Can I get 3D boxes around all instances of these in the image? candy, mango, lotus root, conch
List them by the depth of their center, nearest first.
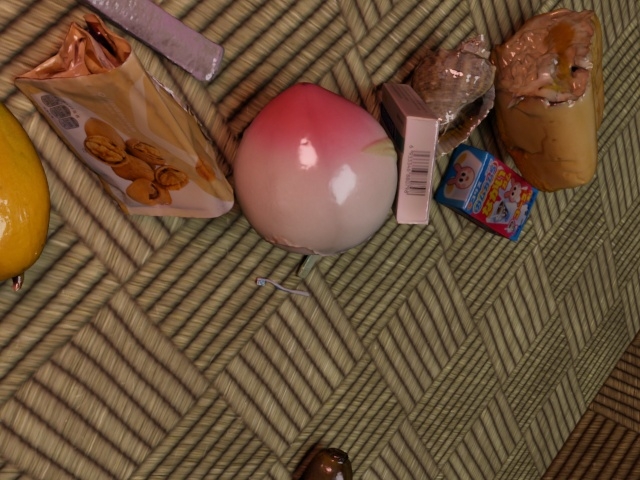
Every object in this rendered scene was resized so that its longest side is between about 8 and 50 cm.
[{"bbox_3d":[-0.469,-0.073,1.108,0.177,0.119,0.316,-20,112,-37],"label":"mango"},{"bbox_3d":[0.269,-0.319,1.735,0.291,0.159,0.210,-51,161,17],"label":"conch"},{"bbox_3d":[0.007,0.604,1.901,0.124,0.123,0.240,-28,129,-72],"label":"lotus root"},{"bbox_3d":[0.425,-0.117,2.024,0.306,0.100,0.157,24,90,-48],"label":"candy"}]

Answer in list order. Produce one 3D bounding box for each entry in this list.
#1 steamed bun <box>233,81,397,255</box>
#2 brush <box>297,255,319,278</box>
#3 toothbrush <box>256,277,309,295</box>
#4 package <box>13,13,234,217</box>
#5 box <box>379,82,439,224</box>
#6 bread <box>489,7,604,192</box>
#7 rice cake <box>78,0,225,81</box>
[{"bbox_3d":[-0.011,-0.145,1.406,0.309,0.309,0.309,-21,122,-39],"label":"steamed bun"},{"bbox_3d":[0.000,0.000,1.691,0.178,0.030,0.033,-56,154,3],"label":"brush"},{"bbox_3d":[-0.076,0.097,1.664,0.162,0.014,0.017,17,80,-49],"label":"toothbrush"},{"bbox_3d":[-0.267,-0.192,1.223,0.311,0.221,0.165,56,46,-45],"label":"package"},{"bbox_3d":[0.164,-0.181,1.572,0.065,0.343,0.200,2,111,-4],"label":"box"},{"bbox_3d":[0.545,-0.312,1.931,0.394,0.250,0.361,66,35,-44],"label":"bread"},{"bbox_3d":[-0.283,-0.344,1.214,0.365,0.056,0.072,26,94,-49],"label":"rice cake"}]
